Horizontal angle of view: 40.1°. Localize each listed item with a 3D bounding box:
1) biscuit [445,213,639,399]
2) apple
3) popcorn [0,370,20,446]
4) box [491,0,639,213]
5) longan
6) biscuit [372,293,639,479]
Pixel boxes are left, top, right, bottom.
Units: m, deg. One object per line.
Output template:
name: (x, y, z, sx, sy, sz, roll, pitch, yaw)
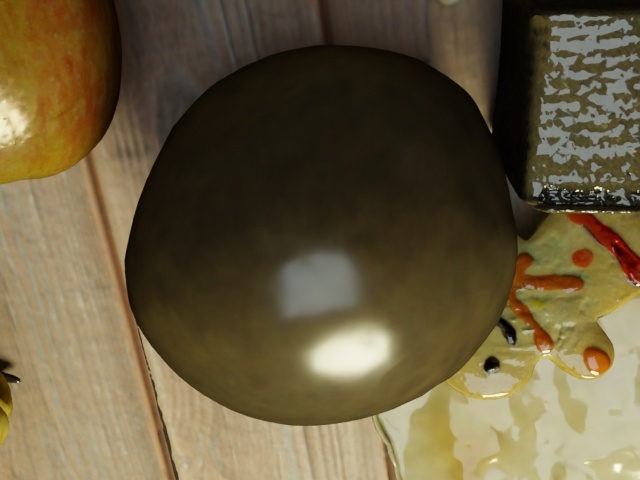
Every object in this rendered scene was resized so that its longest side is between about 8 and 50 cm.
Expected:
biscuit: (0.194, 0.043, 0.730, 0.234, 0.030, 0.153, -38, 74, 0)
apple: (-0.266, -0.142, 0.623, 0.265, 0.264, 0.264, 1, 112, 2)
popcorn: (-0.389, 0.151, 0.755, 0.298, 0.281, 0.315, 3, 100, 33)
box: (0.275, -0.115, 0.651, 0.274, 0.184, 0.143, 0, 113, 2)
longan: (-0.004, -0.002, 0.656, 0.298, 0.297, 0.297, 1, 112, 2)
biscuit: (0.261, 0.194, 0.807, 0.446, 0.104, 0.429, -24, 95, 9)
